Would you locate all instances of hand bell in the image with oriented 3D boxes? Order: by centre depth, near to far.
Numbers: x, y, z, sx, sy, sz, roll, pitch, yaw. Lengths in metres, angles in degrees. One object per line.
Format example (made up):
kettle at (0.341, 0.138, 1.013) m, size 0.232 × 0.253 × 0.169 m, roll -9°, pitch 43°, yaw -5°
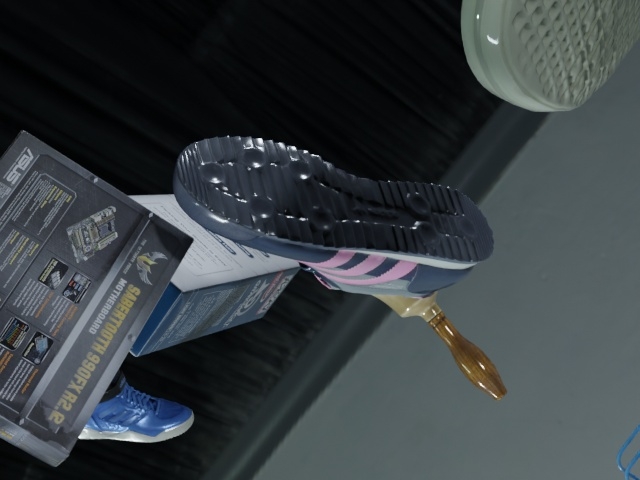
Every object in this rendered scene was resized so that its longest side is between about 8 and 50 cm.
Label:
hand bell at (0.159, 0.110, 1.320) m, size 0.126 × 0.126 × 0.242 m, roll -44°, pitch 81°, yaw 18°

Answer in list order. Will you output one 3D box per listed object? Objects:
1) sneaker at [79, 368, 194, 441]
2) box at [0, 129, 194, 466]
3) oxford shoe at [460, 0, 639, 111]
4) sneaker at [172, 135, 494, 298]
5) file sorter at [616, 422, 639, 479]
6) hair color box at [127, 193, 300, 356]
sneaker at (-0.227, 0.188, 1.191) m, size 0.058 × 0.152 × 0.085 m, roll -90°, pitch 1°, yaw -66°
box at (-0.241, 0.045, 0.861) m, size 0.056 × 0.183 × 0.231 m, roll -38°, pitch 22°, yaw 57°
oxford shoe at (0.172, -0.205, 0.712) m, size 0.130 × 0.449 × 0.169 m, roll 23°, pitch 123°, yaw 19°
sneaker at (0.000, 0.000, 0.924) m, size 0.131 × 0.319 × 0.112 m, roll -46°, pitch 39°, yaw 45°
file sorter at (0.370, 0.233, 0.974) m, size 0.118 × 0.104 × 0.170 m, roll -56°, pitch 3°, yaw 12°
hair color box at (-0.176, 0.031, 1.285) m, size 0.174 × 0.347 × 0.105 m, roll 41°, pitch 107°, yaw 14°
